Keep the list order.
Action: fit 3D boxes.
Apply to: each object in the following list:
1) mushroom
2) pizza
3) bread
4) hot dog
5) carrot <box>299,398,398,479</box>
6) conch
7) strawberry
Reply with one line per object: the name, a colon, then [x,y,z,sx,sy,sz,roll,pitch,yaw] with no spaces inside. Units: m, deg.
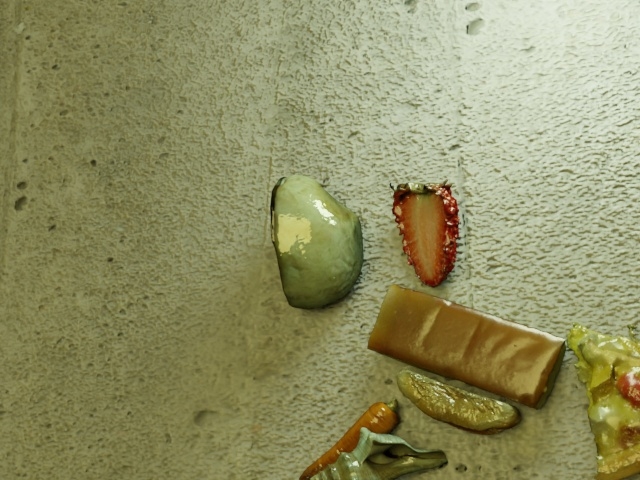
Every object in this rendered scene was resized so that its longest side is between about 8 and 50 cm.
mushroom: [-0.002,-0.005,2.078,0.164,0.189,0.267,-3,68,12]
pizza: [0.513,0.252,1.772,0.280,0.075,0.288,-46,58,5]
bread: [0.270,0.197,1.921,0.361,0.077,0.138,17,80,32]
hot dog: [0.245,0.302,1.893,0.242,0.084,0.073,15,79,30]
carrot: [0.055,0.391,1.979,0.256,0.061,0.061,-42,58,12]
conch: [0.094,0.399,1.901,0.234,0.137,0.114,-33,30,-8]
strawberry: [0.215,-0.020,2.039,0.167,0.087,0.208,5,100,50]
